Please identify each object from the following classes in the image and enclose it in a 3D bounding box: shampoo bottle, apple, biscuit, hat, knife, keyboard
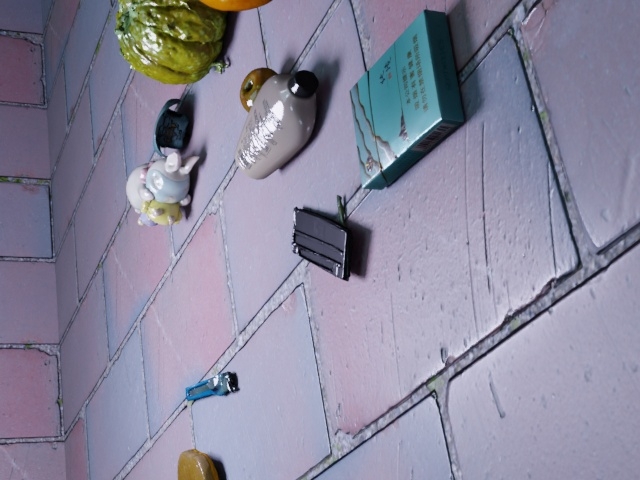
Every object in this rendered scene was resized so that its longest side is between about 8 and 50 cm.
[{"bbox_3d":[-0.071,-0.201,1.782,0.127,0.078,0.257,63,147,15],"label":"shampoo bottle"},{"bbox_3d":[-0.102,-0.263,1.868,0.089,0.074,0.089,-18,70,62],"label":"apple"},{"bbox_3d":[-0.238,0.504,2.122,0.170,0.050,0.170,21,114,60],"label":"biscuit"},{"bbox_3d":[-0.335,-0.251,2.383,0.191,0.078,0.138,-114,40,-78],"label":"hat"},{"bbox_3d":[-0.229,0.304,2.147,0.296,0.026,0.044,-30,72,61],"label":"knife"},{"bbox_3d":[0.000,0.000,1.672,0.250,0.017,0.087,-155,67,-68],"label":"keyboard"}]

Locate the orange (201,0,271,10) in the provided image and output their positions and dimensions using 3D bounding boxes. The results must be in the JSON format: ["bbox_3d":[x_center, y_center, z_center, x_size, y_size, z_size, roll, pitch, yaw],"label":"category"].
[{"bbox_3d":[-0.145,-0.538,1.818,0.284,0.226,0.284,-170,90,-67],"label":"orange"}]

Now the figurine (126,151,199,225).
[{"bbox_3d":[-0.346,-0.116,2.331,0.235,0.127,0.155,-11,60,62],"label":"figurine"}]

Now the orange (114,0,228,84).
[{"bbox_3d":[-0.312,-0.477,2.180,0.300,0.223,0.301,28,112,57],"label":"orange"}]

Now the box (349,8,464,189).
[{"bbox_3d":[0.111,-0.185,1.434,0.229,0.041,0.162,140,128,-58],"label":"box"}]

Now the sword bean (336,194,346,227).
[{"bbox_3d":[0.034,-0.031,1.625,0.012,0.012,0.083,137,129,-57],"label":"sword bean"}]
